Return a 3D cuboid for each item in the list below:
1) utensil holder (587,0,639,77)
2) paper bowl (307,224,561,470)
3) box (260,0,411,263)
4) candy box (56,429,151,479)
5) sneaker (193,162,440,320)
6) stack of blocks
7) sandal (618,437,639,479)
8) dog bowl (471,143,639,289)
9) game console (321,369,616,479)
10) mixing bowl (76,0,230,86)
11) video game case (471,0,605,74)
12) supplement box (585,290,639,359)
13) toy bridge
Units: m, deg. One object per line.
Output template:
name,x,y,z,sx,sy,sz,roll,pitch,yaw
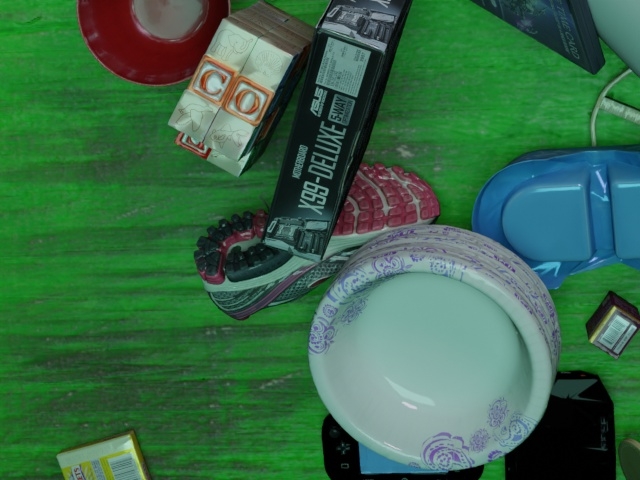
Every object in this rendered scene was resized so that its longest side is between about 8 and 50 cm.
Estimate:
utensil holder,0.329,-0.401,1.752,0.327,0.327,0.385,-41,97,13
paper bowl,0.138,0.114,1.931,0.284,0.148,0.284,7,117,14
box,0.029,-0.166,1.821,0.076,0.242,0.307,19,133,3
candy box,-0.256,0.354,2.137,0.105,0.027,0.206,-16,99,13
sneaker,0.000,0.000,1.997,0.299,0.121,0.112,-18,135,1
stack of blocks,-0.087,-0.166,1.865,0.087,0.297,0.171,28,103,0
sandal,0.448,0.320,2.031,0.079,0.088,0.240,-34,105,-19
dog bowl,0.328,-0.034,1.935,0.297,0.074,0.166,-3,114,14
game console,0.183,0.270,2.056,0.361,0.044,0.213,-2,102,8
mixing bowl,-0.187,-0.277,1.956,0.181,0.098,0.181,2,103,7
video game case,0.182,-0.299,1.790,0.274,0.196,0.026,36,79,32
supplement box,0.349,0.100,1.977,0.043,0.083,0.055,33,104,-1
toy bridge,0.355,-0.154,1.951,0.063,0.026,0.188,23,105,3
